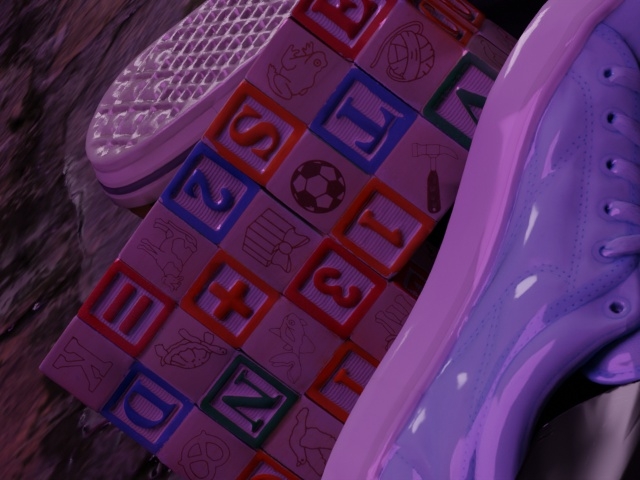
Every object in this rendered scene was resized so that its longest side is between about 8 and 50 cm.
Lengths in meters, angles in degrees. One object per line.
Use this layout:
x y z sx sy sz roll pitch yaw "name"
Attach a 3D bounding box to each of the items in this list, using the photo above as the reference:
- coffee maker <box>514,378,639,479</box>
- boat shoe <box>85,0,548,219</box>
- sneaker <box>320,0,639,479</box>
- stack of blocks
0.101 0.132 0.667 0.120 0.171 0.178 -5 31 33 "coffee maker"
0.086 -0.143 1.092 0.500 0.156 0.187 -34 30 19 "boat shoe"
0.140 0.027 0.860 0.150 0.135 0.366 12 73 43 "sneaker"
0.000 0.000 1.003 0.297 0.171 0.087 -53 1 21 "stack of blocks"
